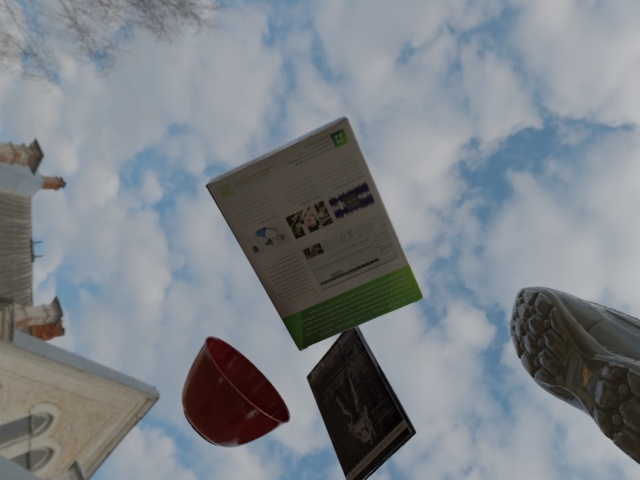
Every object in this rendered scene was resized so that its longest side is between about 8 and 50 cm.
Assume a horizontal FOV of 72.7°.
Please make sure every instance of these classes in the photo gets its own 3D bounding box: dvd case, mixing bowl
[{"bbox_3d":[0.058,0.277,0.750,0.164,0.018,0.221,-55,-141,23],"label":"dvd case"},{"bbox_3d":[-0.143,0.246,0.668,0.181,0.181,0.098,41,-96,22],"label":"mixing bowl"}]

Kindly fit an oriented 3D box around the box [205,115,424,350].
[{"bbox_3d":[0.000,0.000,0.696,0.232,0.058,0.321,-24,-72,6],"label":"box"}]

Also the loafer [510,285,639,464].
[{"bbox_3d":[0.302,0.129,0.447,0.112,0.319,0.112,7,-76,-4],"label":"loafer"}]
